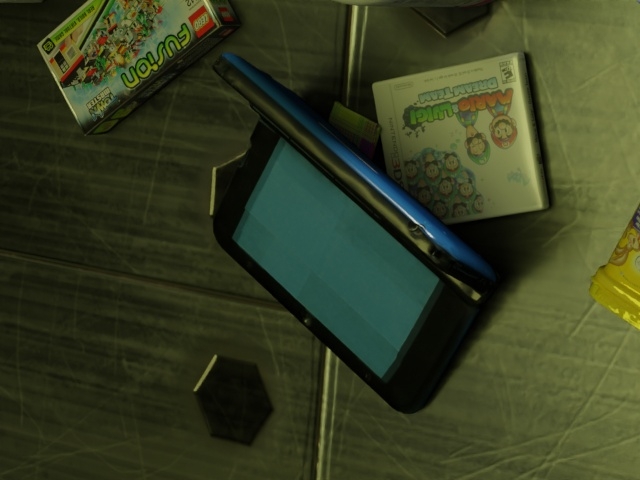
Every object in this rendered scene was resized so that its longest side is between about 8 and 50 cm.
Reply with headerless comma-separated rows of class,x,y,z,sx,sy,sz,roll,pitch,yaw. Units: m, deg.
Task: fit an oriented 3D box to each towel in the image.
towel,0.027,-0.085,1.813,0.060,0.009,0.083,29,122,30

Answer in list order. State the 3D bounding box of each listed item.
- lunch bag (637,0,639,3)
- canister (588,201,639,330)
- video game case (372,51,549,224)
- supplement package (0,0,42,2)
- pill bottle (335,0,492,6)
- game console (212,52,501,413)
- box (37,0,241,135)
lunch bag,0.366,-0.335,1.455,0.385,0.239,0.328,-42,76,21
canister,0.320,0.000,1.615,0.126,0.073,0.170,34,111,24
video game case,0.127,-0.088,1.754,0.157,0.019,0.143,-9,91,33
supplement package,-0.434,-0.366,1.979,0.293,0.175,0.178,21,107,29
pill bottle,0.063,-0.278,1.617,0.160,0.283,0.160,4,97,32
game console,0.000,0.000,1.745,0.293,0.250,0.173,41,96,21
box,-0.185,-0.207,1.925,0.207,0.036,0.114,-36,77,30
